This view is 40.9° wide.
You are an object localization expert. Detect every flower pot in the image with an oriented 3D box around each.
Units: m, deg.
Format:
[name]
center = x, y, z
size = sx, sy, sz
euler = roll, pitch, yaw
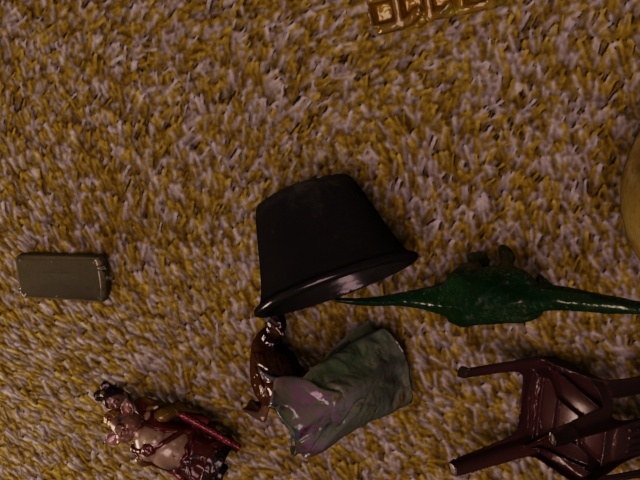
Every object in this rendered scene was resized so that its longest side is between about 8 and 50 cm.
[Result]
[flower pot]
center = 0.000, 0.000, 1.168
size = 0.235, 0.235, 0.148
euler = -22, 79, 18

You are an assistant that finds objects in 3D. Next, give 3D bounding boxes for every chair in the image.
[chair]
center = 0.367, 0.249, 1.188
size = 0.327, 0.183, 0.175
euler = -6, 108, -32

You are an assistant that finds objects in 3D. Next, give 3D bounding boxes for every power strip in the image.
[power strip]
center = -0.401, 0.057, 1.357
size = 0.169, 0.028, 0.076
euler = 2, 105, 14

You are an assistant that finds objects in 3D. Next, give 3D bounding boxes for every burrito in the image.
[burrito]
center = 0.035, 0.215, 1.196
size = 0.089, 0.229, 0.143
euler = -3, 108, 46

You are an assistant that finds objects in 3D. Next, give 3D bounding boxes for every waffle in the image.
[waffle]
center = 0.154, -0.394, 1.086
size = 0.219, 0.057, 0.229
euler = -8, 103, 15

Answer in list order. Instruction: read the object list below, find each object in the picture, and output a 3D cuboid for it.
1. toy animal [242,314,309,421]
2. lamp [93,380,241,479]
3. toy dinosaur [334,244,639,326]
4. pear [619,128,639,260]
[toy animal]
center = -0.052, 0.198, 1.251
size = 0.089, 0.188, 0.179
euler = -10, 128, -27
[lamp]
center = -0.256, 0.301, 1.349
size = 0.253, 0.118, 0.118
euler = 29, 110, 3
[toy dinosaur]
center = 0.218, 0.086, 1.076
size = 0.447, 0.301, 0.087
euler = -12, 104, 14
[pear]
center = 0.504, -0.058, 0.979
size = 0.310, 0.309, 0.309
euler = 3, 106, 12
